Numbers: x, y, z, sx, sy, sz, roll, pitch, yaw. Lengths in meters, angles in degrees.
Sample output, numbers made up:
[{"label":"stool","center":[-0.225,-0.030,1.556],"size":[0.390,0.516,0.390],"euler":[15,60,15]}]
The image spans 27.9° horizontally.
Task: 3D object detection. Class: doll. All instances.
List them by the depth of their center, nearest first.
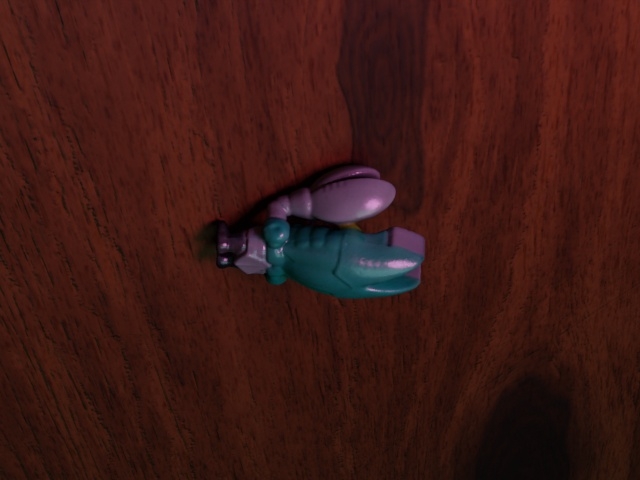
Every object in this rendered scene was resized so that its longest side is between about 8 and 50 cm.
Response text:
[{"label":"doll","center":[0.007,-0.010,1.638],"size":[0.258,0.153,0.195],"euler":[20,145,-21]}]
